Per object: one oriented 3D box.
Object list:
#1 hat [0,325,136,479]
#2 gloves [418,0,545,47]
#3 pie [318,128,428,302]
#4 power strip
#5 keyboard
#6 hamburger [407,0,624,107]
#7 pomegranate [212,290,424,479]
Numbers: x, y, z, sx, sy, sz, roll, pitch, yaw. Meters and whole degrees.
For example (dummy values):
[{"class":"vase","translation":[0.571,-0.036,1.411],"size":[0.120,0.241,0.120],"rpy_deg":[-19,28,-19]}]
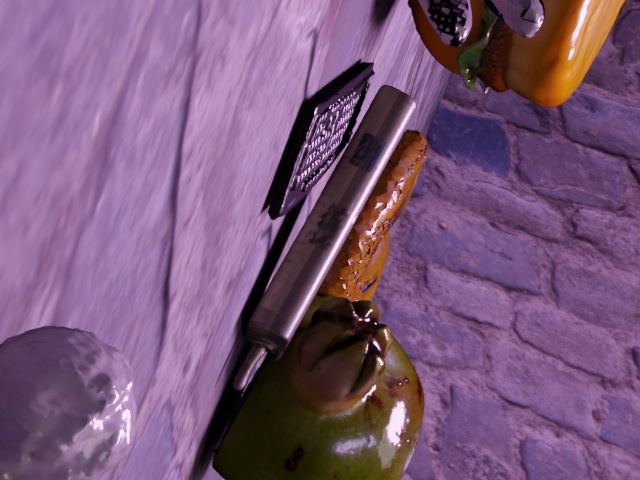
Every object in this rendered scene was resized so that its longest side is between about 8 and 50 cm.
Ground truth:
[{"class":"hat","translation":[-0.093,0.102,0.338],"size":[0.112,0.093,0.162],"rpy_deg":[133,-37,-74]},{"class":"gloves","translation":[0.071,-0.196,0.559],"size":[0.127,0.111,0.212],"rpy_deg":[-128,-125,-67]},{"class":"pie","translation":[0.058,-0.012,1.524],"size":[0.273,0.069,0.273],"rpy_deg":[21,90,-85]},{"class":"power strip","translation":[0.000,0.000,0.982],"size":[0.268,0.034,0.092],"rpy_deg":[-61,179,-15]},{"class":"keyboard","translation":[0.005,-0.077,0.910],"size":[0.250,0.017,0.087],"rpy_deg":[-55,166,-73]},{"class":"hamburger","translation":[0.161,-0.234,1.004],"size":[0.246,0.170,0.246],"rpy_deg":[-55,160,-32]},{"class":"pomegranate","translation":[0.019,0.132,1.087],"size":[0.190,0.159,0.241],"rpy_deg":[-63,179,-63]}]
